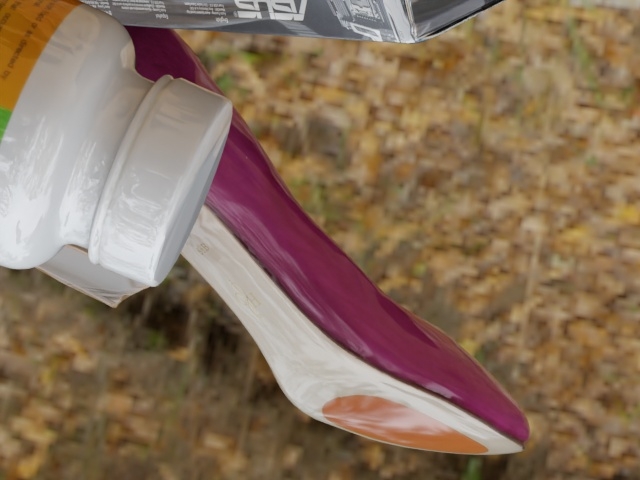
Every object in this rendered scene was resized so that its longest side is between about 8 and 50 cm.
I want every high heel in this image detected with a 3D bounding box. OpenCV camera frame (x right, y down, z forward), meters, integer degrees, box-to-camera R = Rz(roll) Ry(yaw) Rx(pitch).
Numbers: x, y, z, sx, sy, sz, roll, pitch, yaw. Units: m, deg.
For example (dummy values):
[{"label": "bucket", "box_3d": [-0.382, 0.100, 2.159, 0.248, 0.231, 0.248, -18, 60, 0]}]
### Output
[{"label": "high heel", "box_3d": [0.000, 0.000, 1.114, 0.377, 0.181, 0.127, 31, 152, -29]}]

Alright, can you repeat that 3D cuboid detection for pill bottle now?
[{"label": "pill bottle", "box_3d": [-0.175, -0.068, 0.881, 0.246, 0.136, 0.136, 22, 161, 3]}]

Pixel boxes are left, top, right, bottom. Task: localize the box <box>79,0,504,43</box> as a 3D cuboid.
[{"label": "box", "box_3d": [0.022, -0.189, 0.981, 0.307, 0.242, 0.076, 10, 122, 47]}]
